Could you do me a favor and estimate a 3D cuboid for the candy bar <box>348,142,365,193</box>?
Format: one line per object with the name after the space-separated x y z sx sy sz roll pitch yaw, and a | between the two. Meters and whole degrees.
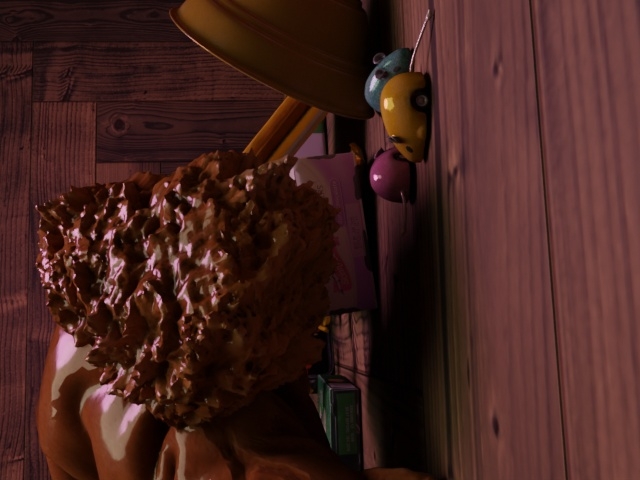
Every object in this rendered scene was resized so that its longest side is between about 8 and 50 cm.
0.037 -0.044 0.826 0.161 0.018 0.040 93 173 -46 | candy bar

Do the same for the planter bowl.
-0.023 -0.207 0.665 0.090 0.217 0.217 -60 18 22 | planter bowl

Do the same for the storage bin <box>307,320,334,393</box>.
-0.045 0.165 1.211 0.084 0.122 0.180 98 169 -60 | storage bin

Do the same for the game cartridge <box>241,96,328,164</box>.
-0.081 -0.097 0.927 0.285 0.053 0.323 -50 9 9 | game cartridge

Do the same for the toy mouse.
0.053 -0.088 0.548 0.143 0.031 0.161 -114 23 -77 | toy mouse

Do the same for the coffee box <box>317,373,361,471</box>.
0.022 0.239 0.932 0.184 0.040 0.113 126 143 -81 | coffee box

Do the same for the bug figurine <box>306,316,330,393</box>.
-0.028 0.140 0.990 0.279 0.072 0.216 33 -103 -83 | bug figurine

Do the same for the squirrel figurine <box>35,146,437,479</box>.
-0.087 0.133 0.554 0.370 0.281 0.397 35 140 58 | squirrel figurine

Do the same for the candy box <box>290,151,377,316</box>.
0.000 0.000 0.801 0.196 0.070 0.165 158 105 -81 | candy box

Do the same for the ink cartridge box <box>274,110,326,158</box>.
-0.035 -0.101 1.234 0.153 0.087 0.208 100 167 -68 | ink cartridge box
